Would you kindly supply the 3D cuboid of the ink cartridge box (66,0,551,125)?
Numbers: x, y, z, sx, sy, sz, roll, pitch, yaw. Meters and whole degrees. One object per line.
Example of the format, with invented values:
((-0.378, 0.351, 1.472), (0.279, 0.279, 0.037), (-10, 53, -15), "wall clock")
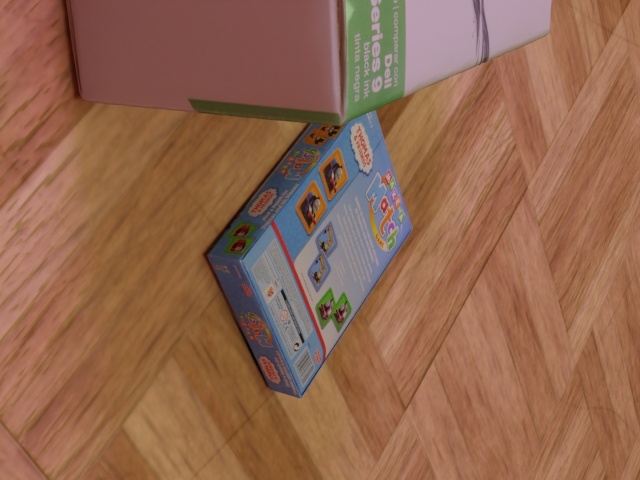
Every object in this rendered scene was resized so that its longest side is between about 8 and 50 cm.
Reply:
((0.006, -0.173, 0.785), (0.289, 0.211, 0.122), (-28, 121, -50), "ink cartridge box")

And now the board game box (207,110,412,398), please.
((0.000, 0.000, 0.979), (0.211, 0.039, 0.160), (-53, 139, -34), "board game box")
